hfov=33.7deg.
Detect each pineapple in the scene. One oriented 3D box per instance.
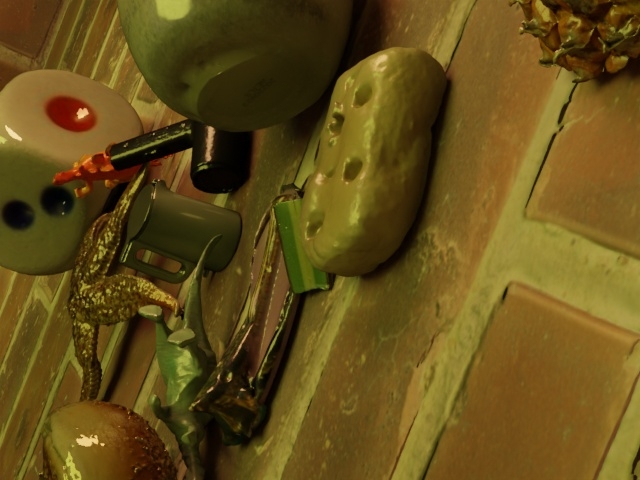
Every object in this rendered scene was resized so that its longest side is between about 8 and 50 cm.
[{"bbox_3d":[0.204,-0.247,0.963,0.140,0.164,0.250,129,146,-47],"label":"pineapple"}]

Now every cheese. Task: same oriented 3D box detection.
[{"bbox_3d":[0.052,-0.089,1.207,0.159,0.093,0.263,-16,58,60],"label":"cheese"}]

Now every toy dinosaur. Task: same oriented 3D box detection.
[{"bbox_3d":[-0.179,0.147,1.423,0.205,0.092,0.393,72,-169,-47],"label":"toy dinosaur"},{"bbox_3d":[-0.338,-0.135,1.844,0.117,0.288,0.070,-20,88,45],"label":"toy dinosaur"}]

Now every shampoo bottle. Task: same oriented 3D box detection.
[{"bbox_3d":[-0.114,-0.326,1.430,0.322,0.322,0.317,-41,44,44],"label":"shampoo bottle"}]

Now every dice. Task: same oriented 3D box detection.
[{"bbox_3d":[-0.528,-0.133,2.053,0.304,0.277,0.304,-79,16,-53],"label":"dice"}]

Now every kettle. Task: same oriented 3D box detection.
[{"bbox_3d":[-0.212,-0.011,1.587,0.127,0.148,0.098,-52,32,33],"label":"kettle"}]

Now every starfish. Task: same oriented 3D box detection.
[{"bbox_3d":[-0.351,0.083,1.830,0.384,0.132,0.398,-35,45,42],"label":"starfish"}]

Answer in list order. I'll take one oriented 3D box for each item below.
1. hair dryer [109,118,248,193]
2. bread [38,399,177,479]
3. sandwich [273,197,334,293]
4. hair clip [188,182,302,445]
[{"bbox_3d":[-0.228,-0.156,1.698,0.251,0.089,0.197,-13,57,22],"label":"hair dryer"},{"bbox_3d":[-0.268,0.341,1.376,0.305,0.159,0.305,47,146,46],"label":"bread"},{"bbox_3d":[0.000,0.000,1.315,0.074,0.074,0.116,-6,97,41],"label":"sandwich"},{"bbox_3d":[-0.074,0.083,1.366,0.110,0.095,0.358,97,-170,-67],"label":"hair clip"}]
